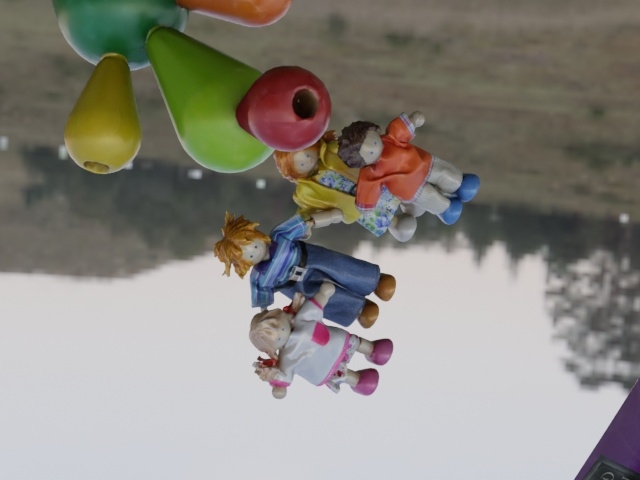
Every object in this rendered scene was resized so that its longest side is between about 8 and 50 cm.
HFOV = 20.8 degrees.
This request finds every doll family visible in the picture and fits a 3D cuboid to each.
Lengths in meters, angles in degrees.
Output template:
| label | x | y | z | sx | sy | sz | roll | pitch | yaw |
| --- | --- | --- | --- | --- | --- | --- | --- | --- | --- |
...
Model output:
| label | x | y | z | sx | sy | sz | roll | pitch | yaw |
| --- | --- | --- | --- | --- | --- | --- | --- | --- | --- |
| doll family | 0.000 | 0.000 | 1.459 | 0.163 | 0.263 | 0.118 | 25 | -178 | -36 |

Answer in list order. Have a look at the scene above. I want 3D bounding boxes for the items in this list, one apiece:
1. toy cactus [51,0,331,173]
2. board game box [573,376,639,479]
| label | x | y | z | sx | sy | sz | roll | pitch | yaw |
| --- | --- | --- | --- | --- | --- | --- | --- | --- | --- |
| toy cactus | -0.087 | -0.100 | 0.478 | 0.219 | 0.112 | 0.180 | 46 | 164 | -5 |
| board game box | 0.143 | 0.146 | 0.606 | 0.208 | 0.347 | 0.056 | 38 | 173 | -35 |
